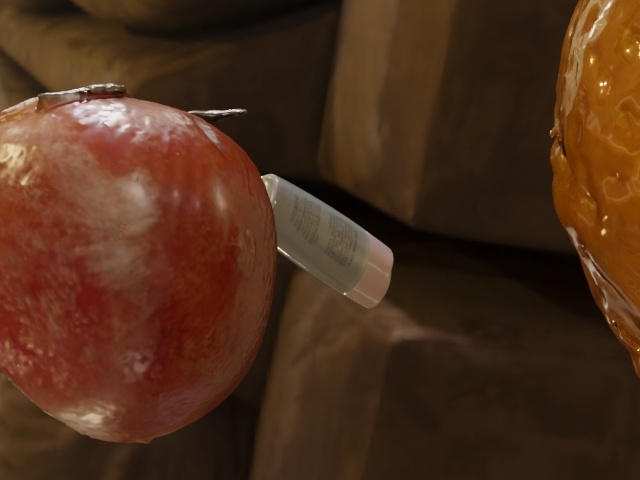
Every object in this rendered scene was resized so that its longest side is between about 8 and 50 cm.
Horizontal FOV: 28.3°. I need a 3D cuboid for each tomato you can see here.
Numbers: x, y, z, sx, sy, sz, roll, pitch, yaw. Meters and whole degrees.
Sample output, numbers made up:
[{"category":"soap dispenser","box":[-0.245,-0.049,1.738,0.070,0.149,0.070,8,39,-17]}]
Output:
[{"category":"tomato","box":[-0.128,0.015,1.000,0.170,0.309,0.308,-10,74,50]}]

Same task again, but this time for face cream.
[{"category":"face cream","box":[0.000,0.000,1.409,0.057,0.198,0.084,-12,55,43]}]

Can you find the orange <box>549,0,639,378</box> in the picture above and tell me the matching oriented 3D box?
[{"category":"orange","box":[0.284,-0.057,0.614,0.341,0.293,0.340,10,109,32]}]
